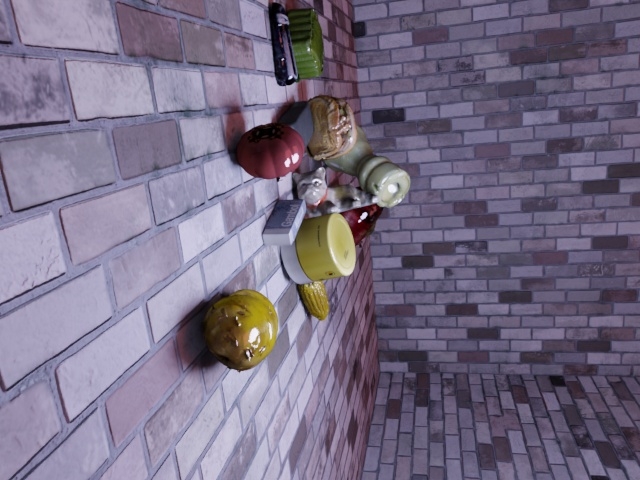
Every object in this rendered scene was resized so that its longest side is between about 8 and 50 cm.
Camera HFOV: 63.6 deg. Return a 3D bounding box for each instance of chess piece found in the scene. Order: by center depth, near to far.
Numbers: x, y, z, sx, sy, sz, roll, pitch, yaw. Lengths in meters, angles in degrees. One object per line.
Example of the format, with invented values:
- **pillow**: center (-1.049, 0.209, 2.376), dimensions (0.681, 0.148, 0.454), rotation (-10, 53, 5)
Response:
- **chess piece**: center (0.171, -0.320, 2.130), dimensions (0.442, 0.234, 0.234), rotation (49, -16, 40)

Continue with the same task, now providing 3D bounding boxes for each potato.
- **potato**: center (-0.174, 0.202, 1.165), dimensions (0.300, 0.140, 0.173), rotation (-23, 103, -82)

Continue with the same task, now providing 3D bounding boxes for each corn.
- **corn**: center (-0.024, 0.209, 1.934), dimensions (0.262, 0.097, 0.097), rotation (74, 19, -44)

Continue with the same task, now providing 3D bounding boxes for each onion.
- **onion**: center (0.138, -0.128, 2.426), dimensions (0.348, 0.285, 0.347), rotation (-52, 174, -8)

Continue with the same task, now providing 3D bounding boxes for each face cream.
- **face cream**: center (-0.004, 0.027, 1.741), dimensions (0.218, 0.179, 0.218), rotation (39, 45, -54)

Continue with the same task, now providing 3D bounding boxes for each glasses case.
- **glasses case**: center (-0.088, -0.381, 1.791), dimensions (0.323, 0.074, 0.131), rotation (-70, 156, -58)

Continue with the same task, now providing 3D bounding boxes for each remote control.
- **remote control**: center (-0.120, -0.651, 1.714), dimensions (0.090, 0.066, 0.266), rotation (-61, 147, -74)

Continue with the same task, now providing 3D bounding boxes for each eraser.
- **eraser**: center (-0.109, -0.059, 1.601), dimensions (0.212, 0.091, 0.046), rotation (-73, 158, -55)

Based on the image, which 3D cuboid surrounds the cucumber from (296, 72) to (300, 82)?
- **cucumber**: center (-0.110, -0.627, 1.836), dimensions (0.184, 0.033, 0.036), rotation (61, 47, -60)

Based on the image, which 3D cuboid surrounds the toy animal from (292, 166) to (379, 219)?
- **toy animal**: center (0.048, -0.182, 1.919), dimensions (0.266, 0.307, 0.188), rotation (13, 61, -80)

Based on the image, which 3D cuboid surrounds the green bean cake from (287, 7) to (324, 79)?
- **green bean cake**: center (-0.054, -0.729, 1.914), dimensions (0.200, 0.113, 0.214), rotation (54, 36, -67)

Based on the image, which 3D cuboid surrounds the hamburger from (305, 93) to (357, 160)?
- **hamburger**: center (0.022, -0.432, 1.975), dimensions (0.146, 0.286, 0.243), rotation (-6, 131, -41)

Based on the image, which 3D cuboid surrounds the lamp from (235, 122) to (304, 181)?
- **lamp**: center (-0.129, -0.227, 1.351), dimensions (0.182, 0.182, 0.140), rotation (-77, 164, -49)
